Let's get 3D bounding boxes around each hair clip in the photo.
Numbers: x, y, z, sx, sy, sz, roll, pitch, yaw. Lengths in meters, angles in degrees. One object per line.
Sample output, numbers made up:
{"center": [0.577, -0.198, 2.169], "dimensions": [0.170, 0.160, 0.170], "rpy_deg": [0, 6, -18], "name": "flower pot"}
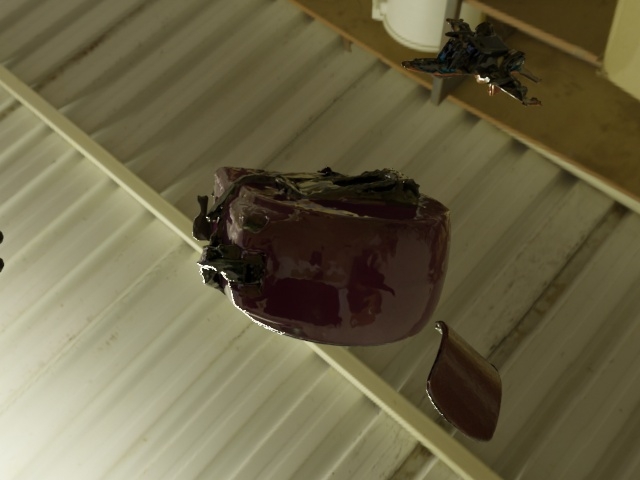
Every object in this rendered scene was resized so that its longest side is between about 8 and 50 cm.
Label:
{"center": [0.098, 0.088, 0.420], "dimensions": [0.054, 0.137, 0.022], "rpy_deg": [44, -72, 2], "name": "hair clip"}

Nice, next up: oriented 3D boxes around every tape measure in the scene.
{"center": [0.000, 0.000, 0.596], "dimensions": [0.245, 0.231, 0.149], "rpy_deg": [3, -76, -17], "name": "tape measure"}

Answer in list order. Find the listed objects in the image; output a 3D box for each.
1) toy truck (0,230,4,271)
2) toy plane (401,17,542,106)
{"center": [-0.443, 0.008, 0.786], "dimensions": [0.074, 0.063, 0.136], "rpy_deg": [8, -153, -12], "name": "toy truck"}
{"center": [0.151, -0.181, 0.604], "dimensions": [0.188, 0.062, 0.135], "rpy_deg": [-6, -125, -47], "name": "toy plane"}
